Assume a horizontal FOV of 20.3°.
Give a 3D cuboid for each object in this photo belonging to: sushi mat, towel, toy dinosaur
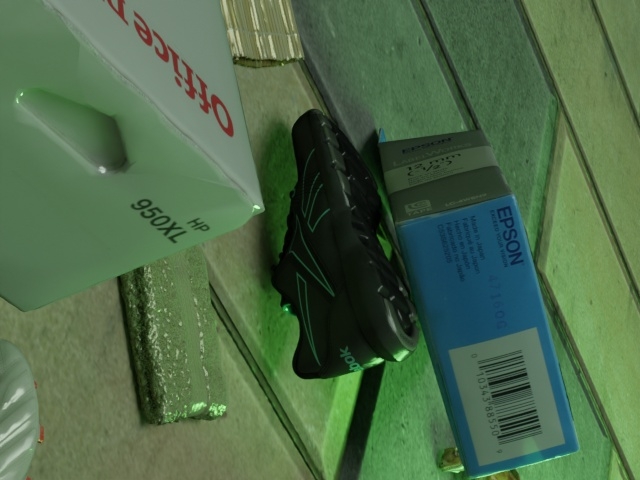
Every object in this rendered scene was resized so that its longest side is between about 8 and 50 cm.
[{"bbox_3d":[-0.078,-0.308,1.571,0.151,0.019,0.316,-16,94,-67],"label":"sushi mat"},{"bbox_3d":[-0.109,0.063,1.330,0.110,0.027,0.148,5,76,-65],"label":"towel"},{"bbox_3d":[0.191,0.263,1.881,0.211,0.064,0.112,35,48,-59],"label":"toy dinosaur"}]

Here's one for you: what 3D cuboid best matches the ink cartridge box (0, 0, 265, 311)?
[{"bbox_3d":[-0.192,-0.201,0.980,0.285,0.166,0.395,44,28,-53],"label":"ink cartridge box"}]

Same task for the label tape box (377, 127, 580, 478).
[{"bbox_3d":[0.141,0.034,1.681,0.347,0.115,0.249,-88,162,-72],"label":"label tape box"}]

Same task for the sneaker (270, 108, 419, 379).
[{"bbox_3d":[0.000,0.000,1.526,0.101,0.106,0.267,43,26,-47],"label":"sneaker"}]

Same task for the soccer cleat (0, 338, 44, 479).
[{"bbox_3d":[-0.209,0.139,1.024,0.076,0.068,0.196,44,44,-49],"label":"soccer cleat"}]
